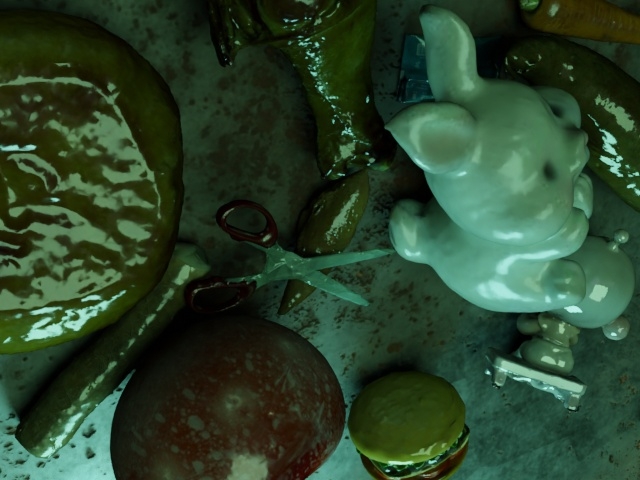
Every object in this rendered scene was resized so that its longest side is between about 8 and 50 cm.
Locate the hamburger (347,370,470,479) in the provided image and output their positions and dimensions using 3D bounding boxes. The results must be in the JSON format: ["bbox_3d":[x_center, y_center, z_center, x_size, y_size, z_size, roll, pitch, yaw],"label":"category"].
[{"bbox_3d":[0.115,0.246,1.300,0.162,0.162,0.115,-24,128,-13],"label":"hamburger"}]

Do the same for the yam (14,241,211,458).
[{"bbox_3d":[-0.231,0.123,1.121,0.299,0.066,0.066,-49,125,3],"label":"yam"}]

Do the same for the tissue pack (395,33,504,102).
[{"bbox_3d":[0.156,-0.198,1.163,0.138,0.028,0.085,-6,117,-27],"label":"tissue pack"}]

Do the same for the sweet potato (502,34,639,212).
[{"bbox_3d":[0.361,-0.145,1.231,0.423,0.130,0.130,34,97,-33],"label":"sweet potato"}]

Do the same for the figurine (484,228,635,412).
[{"bbox_3d":[0.326,0.090,1.338,0.256,0.182,0.144,-69,164,10],"label":"figurine"}]

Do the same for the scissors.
[{"bbox_3d":[-0.026,0.031,1.134,0.248,0.017,0.144,9,117,-34],"label":"scissors"}]

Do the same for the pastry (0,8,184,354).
[{"bbox_3d":[-0.288,-0.051,0.947,0.356,0.164,0.355,-8,119,-15],"label":"pastry"}]

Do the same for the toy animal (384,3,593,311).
[{"bbox_3d":[0.171,-0.074,1.092,0.241,0.196,0.367,-2,146,16],"label":"toy animal"}]

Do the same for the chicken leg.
[{"bbox_3d":[-0.016,-0.210,1.004,0.212,0.140,0.361,-21,119,-25],"label":"chicken leg"}]

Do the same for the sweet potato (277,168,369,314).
[{"bbox_3d":[0.000,0.000,1.174,0.068,0.060,0.205,26,99,4],"label":"sweet potato"}]

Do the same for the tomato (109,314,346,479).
[{"bbox_3d":[-0.108,0.202,1.106,0.270,0.270,0.227,-41,91,-2],"label":"tomato"}]

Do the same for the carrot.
[{"bbox_3d":[0.341,-0.263,1.187,0.257,0.061,0.061,7,112,-22],"label":"carrot"}]
